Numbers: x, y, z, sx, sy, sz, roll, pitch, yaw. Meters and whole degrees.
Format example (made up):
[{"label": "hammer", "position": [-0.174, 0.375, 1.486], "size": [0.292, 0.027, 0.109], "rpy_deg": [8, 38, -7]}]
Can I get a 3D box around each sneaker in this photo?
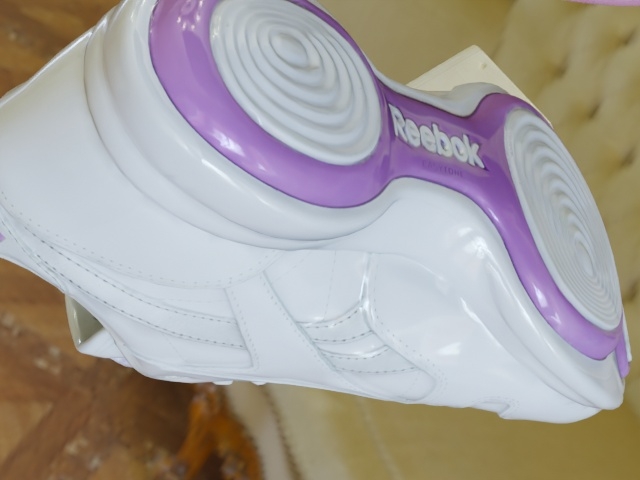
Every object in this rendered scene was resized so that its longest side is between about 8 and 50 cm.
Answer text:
[{"label": "sneaker", "position": [0.000, 0.000, 0.663], "size": [0.305, 0.152, 0.114], "rpy_deg": [28, 46, -44]}]

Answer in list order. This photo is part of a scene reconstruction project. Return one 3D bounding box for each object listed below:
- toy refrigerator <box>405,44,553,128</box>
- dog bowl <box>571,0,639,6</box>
[{"label": "toy refrigerator", "position": [0.134, -0.013, 1.378], "size": [0.094, 0.269, 0.102], "rpy_deg": [-31, 51, -8]}, {"label": "dog bowl", "position": [0.149, -0.287, 0.839], "size": [0.408, 0.408, 0.150], "rpy_deg": [23, 37, -12]}]
